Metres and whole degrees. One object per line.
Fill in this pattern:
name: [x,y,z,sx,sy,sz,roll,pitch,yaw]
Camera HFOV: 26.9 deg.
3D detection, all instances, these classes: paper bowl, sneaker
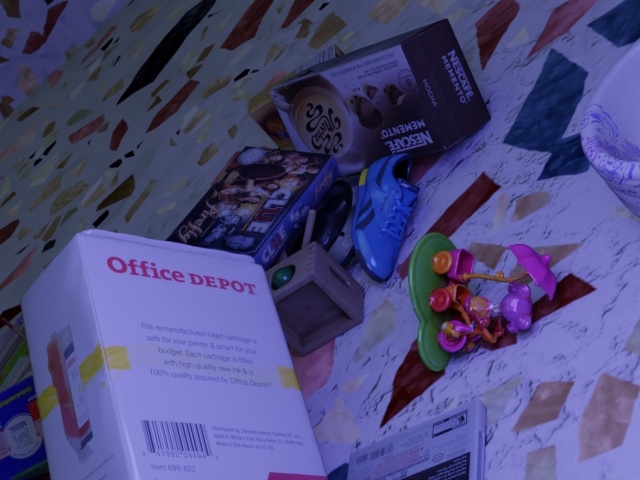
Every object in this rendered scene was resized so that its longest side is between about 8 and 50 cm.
paper bowl: [0.442,-0.133,1.467,0.284,0.148,0.284,-34,29,22]
sneaker: [0.096,-0.039,1.885,0.082,0.069,0.209,-26,41,34]

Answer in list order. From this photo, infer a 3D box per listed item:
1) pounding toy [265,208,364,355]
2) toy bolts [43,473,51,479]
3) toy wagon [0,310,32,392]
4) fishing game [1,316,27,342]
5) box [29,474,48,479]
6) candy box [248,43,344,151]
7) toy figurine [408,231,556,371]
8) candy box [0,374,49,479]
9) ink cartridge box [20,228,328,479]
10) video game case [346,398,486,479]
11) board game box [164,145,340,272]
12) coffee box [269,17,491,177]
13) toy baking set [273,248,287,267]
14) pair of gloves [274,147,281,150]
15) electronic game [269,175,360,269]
pounding toy: [-0.018,0.058,1.852,0.130,0.141,0.100,-32,30,24]
toy bolts: [-0.243,0.381,1.789,0.228,0.158,0.218,1,92,43]
toy wagon: [-0.574,0.215,2.495,0.344,0.068,0.267,-8,45,51]
fishing game: [-0.440,0.092,2.409,0.264,0.041,0.189,-37,43,-21]
box: [-0.564,0.420,2.072,0.294,0.183,0.296,-55,30,-16]
candy box: [-0.017,-0.240,2.289,0.187,0.109,0.053,-30,32,22]
toy figurine: [0.203,0.067,1.591,0.159,0.130,0.173,-8,67,37]
candy box: [-0.273,0.218,1.825,0.268,0.122,0.317,-29,-12,32]
ink cartridge box: [-0.166,0.202,1.545,0.160,0.279,0.384,-42,51,35]
video game case: [0.103,0.280,1.512,0.190,0.022,0.173,-28,31,29]
board game box: [-0.099,-0.047,1.986,0.165,0.042,0.243,8,44,31]
coffee box: [0.085,-0.204,2.013,0.297,0.168,0.119,-11,18,47]
toy baking set: [-0.099,0.056,2.039,0.256,0.030,0.196,-48,29,42]
pair of gloves: [-0.085,-0.150,2.376,0.083,0.010,0.074,-38,28,13]
electronic game: [0.000,0.000,2.008,0.229,0.048,0.229,-42,26,26]
